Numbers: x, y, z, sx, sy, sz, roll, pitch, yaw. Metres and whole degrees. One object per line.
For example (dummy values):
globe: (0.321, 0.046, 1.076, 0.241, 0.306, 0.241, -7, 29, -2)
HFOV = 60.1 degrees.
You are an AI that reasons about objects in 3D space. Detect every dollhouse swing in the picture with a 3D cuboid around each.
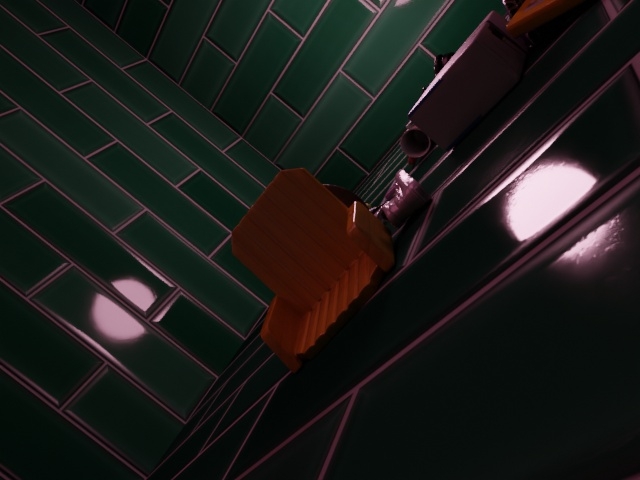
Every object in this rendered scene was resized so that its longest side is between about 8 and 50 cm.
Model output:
dollhouse swing: (-0.056, 0.039, 1.291, 0.347, 0.305, 0.315, -49, 9, 18)

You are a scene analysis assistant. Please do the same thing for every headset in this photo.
headset: (0.557, -0.663, 2.223, 0.394, 0.185, 0.243, -36, 28, -19)

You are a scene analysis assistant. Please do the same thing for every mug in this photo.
mug: (0.372, -0.386, 2.137, 0.150, 0.113, 0.169, -46, 2, 33)

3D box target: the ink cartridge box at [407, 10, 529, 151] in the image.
ink cartridge box: (0.446, -0.479, 1.633, 0.285, 0.166, 0.395, -47, 4, 39)

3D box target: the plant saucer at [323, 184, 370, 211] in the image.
plant saucer: (0.000, 0.000, 1.487, 0.310, 0.310, 0.050, -50, 27, 16)

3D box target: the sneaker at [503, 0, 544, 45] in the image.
sneaker: (0.563, -0.623, 1.573, 0.068, 0.170, 0.071, -41, 17, -11)

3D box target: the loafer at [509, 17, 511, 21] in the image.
loafer: (0.667, -0.729, 1.794, 0.084, 0.096, 0.267, -24, 27, 32)

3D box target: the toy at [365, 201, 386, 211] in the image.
toy: (0.153, -0.098, 2.096, 0.137, 0.056, 0.237, -34, -7, -16)

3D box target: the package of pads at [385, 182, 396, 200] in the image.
package of pads: (0.265, -0.179, 1.941, 0.083, 0.032, 0.050, -48, 7, 43)

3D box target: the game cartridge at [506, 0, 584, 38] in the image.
game cartridge: (0.658, -0.674, 1.396, 0.285, 0.052, 0.323, -52, 15, -20)

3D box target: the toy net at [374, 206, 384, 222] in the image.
toy net: (0.134, -0.006, 1.739, 0.232, 0.045, 0.122, -50, 1, -13)

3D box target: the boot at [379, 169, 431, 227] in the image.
boot: (0.200, -0.105, 1.427, 0.123, 0.095, 0.258, -43, 5, 8)

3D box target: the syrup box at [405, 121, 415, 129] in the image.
syrup box: (0.530, -0.624, 2.731, 0.237, 0.093, 0.096, -52, 4, -24)

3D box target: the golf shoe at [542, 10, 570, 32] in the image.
golf shoe: (0.653, -0.641, 1.569, 0.086, 0.067, 0.186, -45, 12, -11)
